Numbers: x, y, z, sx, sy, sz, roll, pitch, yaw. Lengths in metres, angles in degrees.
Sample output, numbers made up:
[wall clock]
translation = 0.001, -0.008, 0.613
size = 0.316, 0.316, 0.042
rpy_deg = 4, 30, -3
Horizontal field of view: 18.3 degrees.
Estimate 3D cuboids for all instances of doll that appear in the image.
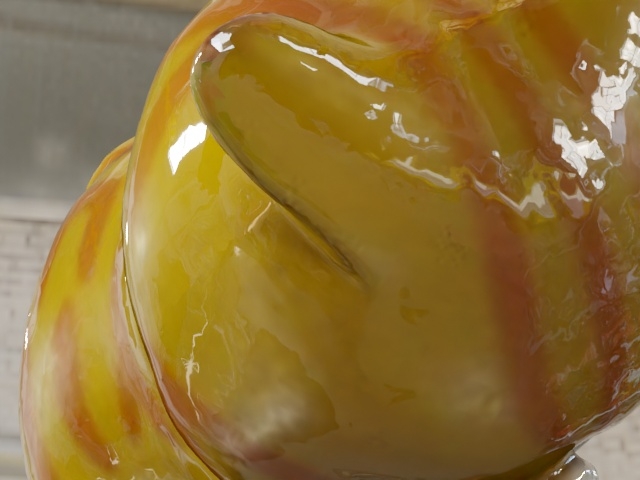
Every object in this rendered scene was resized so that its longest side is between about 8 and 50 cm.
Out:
[doll]
translation = 0.007, 0.017, 0.542
size = 0.162, 0.166, 0.269
rpy_deg = 52, -29, -1
